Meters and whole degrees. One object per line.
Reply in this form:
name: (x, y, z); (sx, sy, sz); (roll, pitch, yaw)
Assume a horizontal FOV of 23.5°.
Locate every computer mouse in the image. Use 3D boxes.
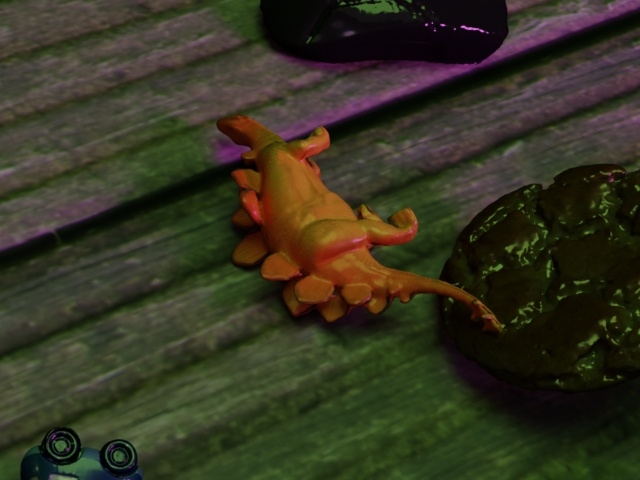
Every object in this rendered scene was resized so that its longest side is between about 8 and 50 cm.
computer mouse: (0.057, -0.206, 1.297); (0.217, 0.073, 0.122); (-3, 48, -22)

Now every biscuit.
biscuit: (0.185, 0.019, 1.074); (0.226, 0.042, 0.226); (-16, 37, 12)

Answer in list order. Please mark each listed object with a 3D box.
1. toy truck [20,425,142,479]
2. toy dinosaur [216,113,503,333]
toy truck: (-0.145, 0.161, 0.901); (0.073, 0.056, 0.090); (15, 57, -12)
toy dinosaur: (0.000, 0.000, 1.087); (0.117, 0.070, 0.288); (-30, 55, -24)
